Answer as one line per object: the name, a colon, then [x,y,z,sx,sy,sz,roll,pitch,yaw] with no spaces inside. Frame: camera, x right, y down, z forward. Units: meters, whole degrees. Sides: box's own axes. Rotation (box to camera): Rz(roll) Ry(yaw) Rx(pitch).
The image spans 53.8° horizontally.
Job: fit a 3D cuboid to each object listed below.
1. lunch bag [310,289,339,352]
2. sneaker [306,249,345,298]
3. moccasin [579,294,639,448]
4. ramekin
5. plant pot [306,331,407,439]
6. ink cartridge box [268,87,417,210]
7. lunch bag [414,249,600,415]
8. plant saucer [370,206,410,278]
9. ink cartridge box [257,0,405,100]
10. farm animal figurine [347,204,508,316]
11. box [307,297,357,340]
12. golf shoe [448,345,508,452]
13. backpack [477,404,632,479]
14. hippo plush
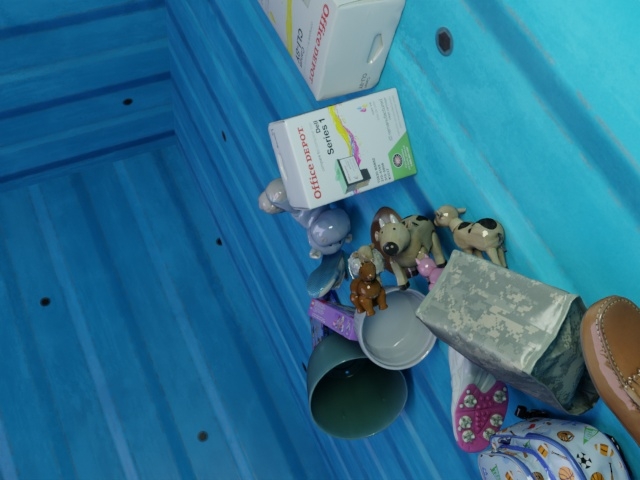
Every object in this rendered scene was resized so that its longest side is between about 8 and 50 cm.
lunch bag: [0.023,0.320,2.238,0.221,0.138,0.293,121,136,-69]
sneaker: [0.027,0.117,1.935,0.087,0.228,0.092,-3,117,25]
moccasin: [0.495,0.245,0.861,0.380,0.139,0.147,65,161,12]
ramekin: [0.180,0.210,1.583,0.109,0.207,0.207,-153,46,-74]
plant pot: [0.089,0.411,1.914,0.235,0.293,0.293,-116,14,-65]
ink cartridge box: [0.050,-0.203,1.406,0.117,0.278,0.201,14,122,67]
lunch bag: [0.344,0.168,1.086,0.235,0.169,0.287,25,167,46]
plant saucer: [0.179,0.011,1.632,0.198,0.036,0.198,54,156,39]
ink cartridge box: [-0.002,-0.547,1.386,0.384,0.160,0.279,61,159,23]
farm animal figurine: [0.202,0.011,1.315,0.327,0.330,0.172,-61,-48,-78]
box: [0.111,0.234,1.787,0.293,0.201,0.057,17,92,67]
golf shoe: [0.327,0.288,1.342,0.140,0.115,0.306,-179,96,-81]
backpack: [0.434,0.449,1.149,0.276,0.213,0.263,67,152,11]
hippo plush: [-0.036,-0.063,1.835,0.236,0.234,0.294,66,160,13]
